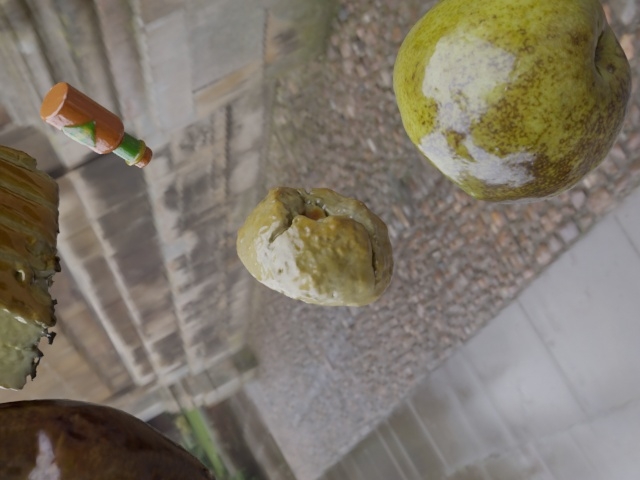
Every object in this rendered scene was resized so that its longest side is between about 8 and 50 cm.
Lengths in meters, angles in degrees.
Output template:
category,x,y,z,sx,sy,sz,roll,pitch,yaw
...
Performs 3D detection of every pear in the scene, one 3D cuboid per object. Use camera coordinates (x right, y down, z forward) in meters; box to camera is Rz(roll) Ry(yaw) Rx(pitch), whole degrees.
category,x,y,z,sx,sy,sz,roll,pitch,yaw
pear,0.165,-0.132,0.866,0.197,0.197,0.197,57,167,20

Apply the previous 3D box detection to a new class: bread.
category,x,y,z,sx,sy,sz,roll,pitch,yaw
bread,0.000,0.000,1.561,0.244,0.245,0.134,46,130,52
bread,-0.327,-0.007,0.837,0.246,0.111,0.239,22,-154,-26

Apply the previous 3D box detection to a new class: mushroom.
category,x,y,z,sx,sy,sz,roll,pitch,yaw
mushroom,-0.218,0.239,0.729,0.267,0.254,0.267,13,126,18

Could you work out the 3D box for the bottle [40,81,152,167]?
category,x,y,z,sx,sy,sz,roll,pitch,yaw
bottle,-0.333,-0.168,1.578,0.187,0.069,0.069,32,-169,-40
